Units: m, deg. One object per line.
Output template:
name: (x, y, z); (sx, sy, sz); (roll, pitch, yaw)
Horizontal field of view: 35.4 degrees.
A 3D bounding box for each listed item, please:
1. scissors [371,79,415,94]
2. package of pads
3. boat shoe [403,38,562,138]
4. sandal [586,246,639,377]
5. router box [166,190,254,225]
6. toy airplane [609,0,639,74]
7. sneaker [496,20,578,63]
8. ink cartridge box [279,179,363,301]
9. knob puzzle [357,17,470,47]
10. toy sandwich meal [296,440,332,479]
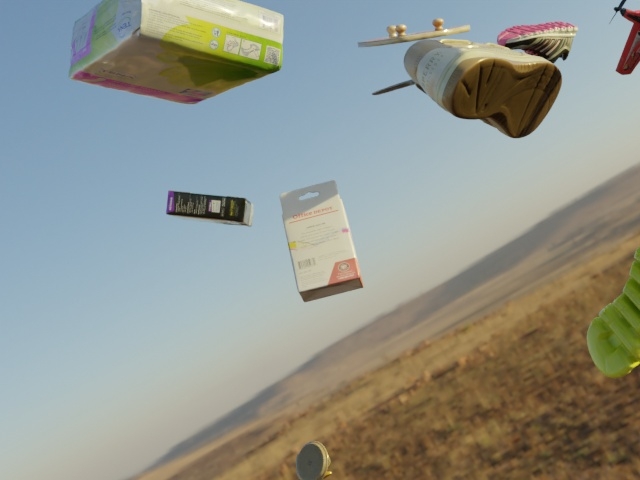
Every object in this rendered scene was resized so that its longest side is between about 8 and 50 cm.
scissors: (0.152, -0.240, 1.465); (0.297, 0.021, 0.109); (-5, 9, 45)
package of pads: (-0.221, -0.283, 1.451); (0.229, 0.101, 0.297); (10, -9, -32)
boat shoe: (0.210, -0.200, 1.262); (0.302, 0.098, 0.109); (-2, -56, -54)
sandal: (0.525, 0.075, 1.488); (0.138, 0.126, 0.317); (-3, -40, -30)
router box: (-0.191, -0.055, 1.770); (0.133, 0.046, 0.179); (6, -2, 0)
toy airplane: (0.440, -0.274, 1.276); (0.151, 0.151, 0.028); (-31, 29, 19)
sneaker: (0.381, -0.339, 1.763); (0.171, 0.074, 0.063); (-13, 27, -31)
ink cartridge box: (0.000, 0.000, 1.825); (0.115, 0.198, 0.067); (-14, -22, 5)
knob puzzle: (0.154, -0.352, 1.690); (0.213, 0.029, 0.213); (-8, 12, 2)
toy sandwich meal: (-0.011, 0.397, 1.778); (0.086, 0.085, 0.029); (-33, -36, 33)
